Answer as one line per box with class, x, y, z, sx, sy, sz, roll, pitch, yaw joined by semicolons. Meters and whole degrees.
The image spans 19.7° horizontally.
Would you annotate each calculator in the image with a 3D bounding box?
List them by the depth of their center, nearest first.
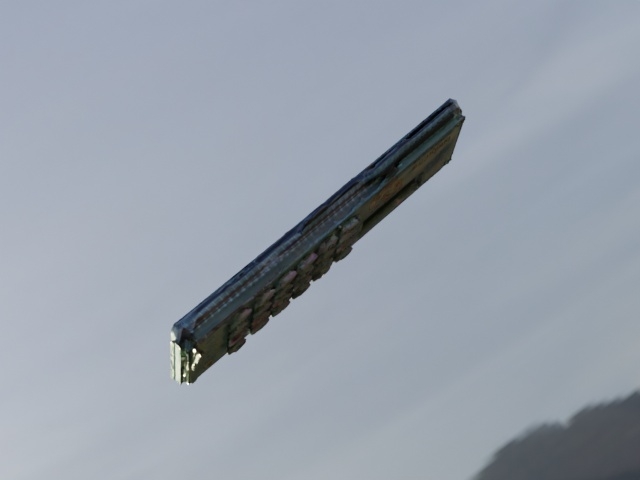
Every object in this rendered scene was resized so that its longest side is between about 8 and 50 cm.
calculator;0.000;0.000;0.814;0.172;0.018;0.057;-41;-13;-21
